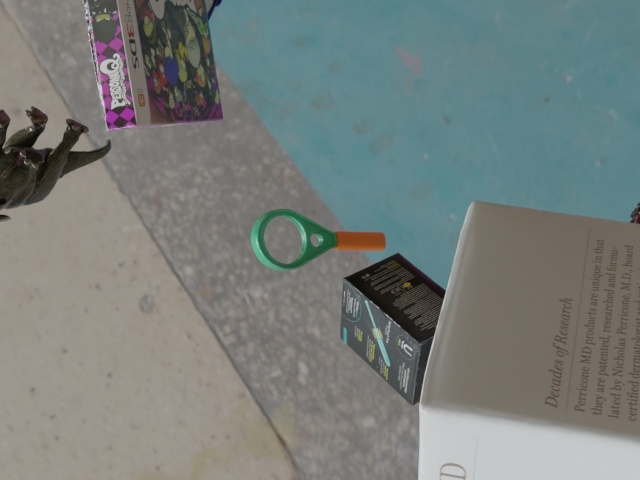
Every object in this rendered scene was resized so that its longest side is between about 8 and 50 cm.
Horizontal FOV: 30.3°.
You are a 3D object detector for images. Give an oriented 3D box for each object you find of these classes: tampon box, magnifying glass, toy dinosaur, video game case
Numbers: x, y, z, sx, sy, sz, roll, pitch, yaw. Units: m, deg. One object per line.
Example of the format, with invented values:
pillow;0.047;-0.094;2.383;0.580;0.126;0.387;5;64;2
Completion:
tampon box;0.116;0.118;1.610;0.101;0.120;0.161;-25;47;-29
magnifying glass;0.000;0.000;1.771;0.231;0.026;0.092;1;79;-35
toy dinosaur;-0.403;-0.094;1.587;0.121;0.160;0.313;40;31;0
video game case;-0.177;-0.225;1.256;0.042;0.232;0.210;-7;95;18

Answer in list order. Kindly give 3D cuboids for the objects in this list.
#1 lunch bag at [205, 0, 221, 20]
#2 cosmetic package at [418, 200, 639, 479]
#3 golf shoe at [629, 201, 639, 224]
lunch bag;-0.241;-0.424;2.002;0.129;0.096;0.151;9;67;27
cosmetic package;0.326;0.200;1.328;0.394;0.329;0.327;8;44;11
golf shoe;0.404;0.011;1.455;0.086;0.186;0.067;18;73;1
